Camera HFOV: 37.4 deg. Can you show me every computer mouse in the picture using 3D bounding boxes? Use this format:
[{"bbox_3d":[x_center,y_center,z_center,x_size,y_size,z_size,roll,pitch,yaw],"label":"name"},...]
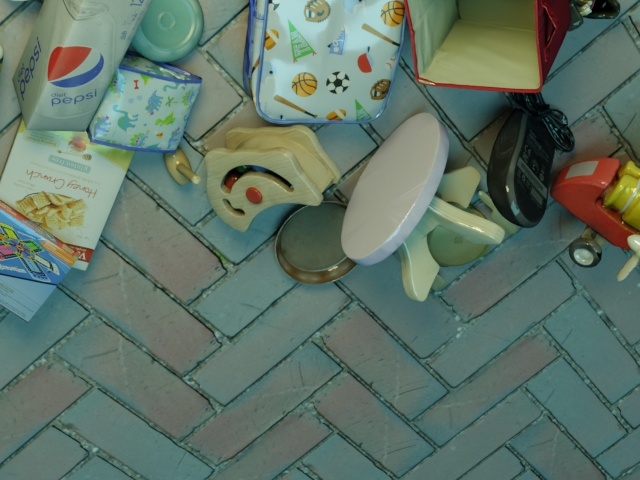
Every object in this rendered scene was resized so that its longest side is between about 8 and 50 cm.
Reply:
[{"bbox_3d":[0.335,-0.131,1.570,0.072,0.272,0.188,-11,134,41],"label":"computer mouse"}]

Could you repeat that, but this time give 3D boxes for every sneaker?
[{"bbox_3d":[0.401,-0.392,1.498,0.178,0.077,0.072,4,118,-18],"label":"sneaker"}]

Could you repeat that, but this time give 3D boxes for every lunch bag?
[{"bbox_3d":[0.001,-0.323,1.401,0.243,0.115,0.303,0,121,-14],"label":"lunch bag"},{"bbox_3d":[-0.262,-0.203,1.402,0.151,0.096,0.129,10,117,-32],"label":"lunch bag"}]

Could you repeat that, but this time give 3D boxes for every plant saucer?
[{"bbox_3d":[0.000,0.000,1.644,0.168,0.029,0.168,-8,122,-13],"label":"plant saucer"},{"bbox_3d":[-0.224,-0.318,1.367,0.119,0.021,0.119,-5,103,-22],"label":"plant saucer"}]

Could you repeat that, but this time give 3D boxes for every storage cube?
[{"bbox_3d":[0.247,-0.344,1.354,0.215,0.193,0.184,8,136,25],"label":"storage cube"}]

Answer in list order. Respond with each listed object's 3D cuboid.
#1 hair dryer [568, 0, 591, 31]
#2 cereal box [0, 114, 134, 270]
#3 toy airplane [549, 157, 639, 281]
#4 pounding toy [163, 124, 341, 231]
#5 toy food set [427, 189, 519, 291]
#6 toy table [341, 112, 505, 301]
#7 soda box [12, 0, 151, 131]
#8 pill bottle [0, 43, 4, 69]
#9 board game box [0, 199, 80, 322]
[{"bbox_3d":[0.365,-0.487,1.418,0.223,0.080,0.293,-44,110,7],"label":"hair dryer"},{"bbox_3d":[-0.407,-0.079,1.462,0.173,0.047,0.240,16,114,-23],"label":"cereal box"},{"bbox_3d":[0.632,-0.042,1.594,0.384,0.386,0.272,-12,135,-10],"label":"toy airplane"},{"bbox_3d":[-0.117,-0.074,1.456,0.269,0.155,0.154,3,128,32],"label":"pounding toy"},{"bbox_3d":[0.249,-0.007,1.715,0.192,0.038,0.132,-39,116,14],"label":"toy food set"},{"bbox_3d":[0.165,-0.050,1.548,0.161,0.252,0.274,37,82,-31],"label":"toy table"},{"bbox_3d":[-0.324,-0.269,1.267,0.091,0.098,0.286,-3,149,-37],"label":"soda box"},{"bbox_3d":[-0.512,-0.199,1.326,0.103,0.103,0.184,11,117,-22],"label":"pill bottle"},{"bbox_3d":[-0.524,-0.005,1.436,0.281,0.027,0.145,37,111,-15],"label":"board game box"}]
